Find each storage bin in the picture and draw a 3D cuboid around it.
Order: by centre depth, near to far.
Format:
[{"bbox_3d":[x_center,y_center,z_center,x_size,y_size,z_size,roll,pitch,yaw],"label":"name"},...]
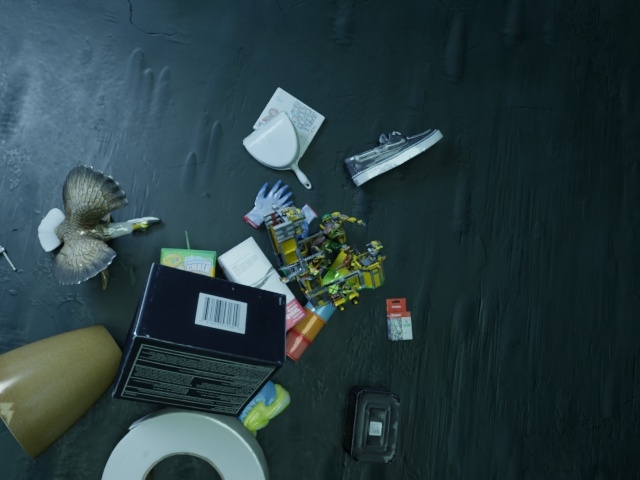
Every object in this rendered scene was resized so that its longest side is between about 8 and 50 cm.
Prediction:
[{"bbox_3d":[0.135,0.487,1.361,0.121,0.084,0.180,9,80,-13],"label":"storage bin"}]

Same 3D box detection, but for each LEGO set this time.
[{"bbox_3d":[0.000,0.000,1.248,0.254,0.331,0.192,-18,122,-7],"label":"LEGO set"}]

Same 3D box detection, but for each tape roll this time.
[{"bbox_3d":[-0.312,0.581,1.194,0.391,0.072,0.393,0,90,1],"label":"tape roll"}]

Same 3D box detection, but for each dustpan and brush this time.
[{"bbox_3d":[-0.093,-0.227,1.405,0.147,0.060,0.211,-35,94,9],"label":"dustpan and brush"}]

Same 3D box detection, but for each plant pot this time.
[{"bbox_3d":[-0.580,0.307,1.149,0.254,0.237,0.237,-33,92,-29],"label":"plant pot"}]

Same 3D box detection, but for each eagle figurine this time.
[{"bbox_3d":[-0.519,-0.022,1.151,0.225,0.298,0.226,-41,94,-14],"label":"eagle figurine"}]

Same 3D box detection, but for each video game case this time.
[{"bbox_3d":[-0.087,-0.331,1.441,0.157,0.019,0.143,31,77,-8],"label":"video game case"}]

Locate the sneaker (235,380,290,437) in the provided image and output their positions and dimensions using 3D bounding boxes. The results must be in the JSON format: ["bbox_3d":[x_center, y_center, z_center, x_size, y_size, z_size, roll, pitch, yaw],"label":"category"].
[{"bbox_3d":[-0.196,0.440,1.296,0.240,0.091,0.126,-40,75,-15],"label":"sneaker"}]

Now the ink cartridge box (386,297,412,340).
[{"bbox_3d":[0.221,0.222,1.443,0.062,0.029,0.115,-1,84,-14],"label":"ink cartridge box"}]

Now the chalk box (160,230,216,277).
[{"bbox_3d":[-0.329,0.086,1.271,0.131,0.132,0.213,5,83,-13],"label":"chalk box"}]

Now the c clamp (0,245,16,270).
[{"bbox_3d":[-0.831,0.041,1.209,0.160,0.022,0.137,-25,90,-16],"label":"c clamp"}]

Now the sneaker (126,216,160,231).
[{"bbox_3d":[-0.451,-0.041,1.313,0.083,0.031,0.035,-8,99,-11],"label":"sneaker"}]

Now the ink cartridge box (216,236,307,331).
[{"bbox_3d":[-0.155,0.120,1.288,0.100,0.172,0.237,-36,92,-17],"label":"ink cartridge box"}]

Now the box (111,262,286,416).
[{"bbox_3d":[-0.263,0.227,1.107,0.296,0.294,0.183,17,45,-20],"label":"box"}]

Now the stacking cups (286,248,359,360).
[{"bbox_3d":[-0.002,0.169,1.363,0.096,0.096,0.316,39,77,-6],"label":"stacking cups"}]

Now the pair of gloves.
[{"bbox_3d":[-0.102,-0.062,1.401,0.198,0.023,0.159,43,74,-10],"label":"pair of gloves"}]

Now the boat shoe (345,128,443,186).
[{"bbox_3d":[0.209,-0.264,1.467,0.301,0.108,0.102,-28,92,-8],"label":"boat shoe"}]
